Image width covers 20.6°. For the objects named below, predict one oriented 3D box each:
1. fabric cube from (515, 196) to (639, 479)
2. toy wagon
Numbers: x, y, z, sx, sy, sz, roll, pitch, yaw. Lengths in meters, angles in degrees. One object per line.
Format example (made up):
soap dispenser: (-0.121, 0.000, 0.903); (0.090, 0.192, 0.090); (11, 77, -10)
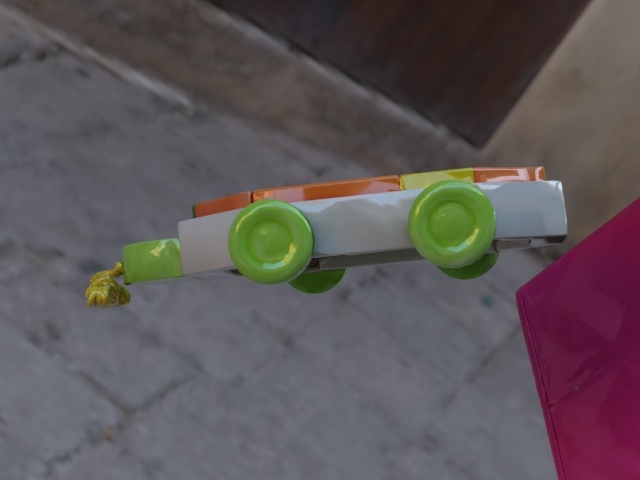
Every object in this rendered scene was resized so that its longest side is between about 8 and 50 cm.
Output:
fabric cube: (0.347, 0.103, 1.382); (0.254, 0.258, 0.259); (22, 41, -33)
toy wagon: (0.000, 0.000, 1.251); (0.344, 0.068, 0.267); (-5, -4, 6)
